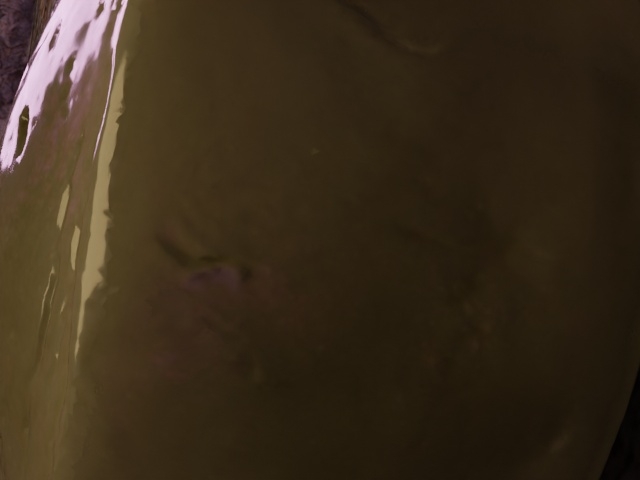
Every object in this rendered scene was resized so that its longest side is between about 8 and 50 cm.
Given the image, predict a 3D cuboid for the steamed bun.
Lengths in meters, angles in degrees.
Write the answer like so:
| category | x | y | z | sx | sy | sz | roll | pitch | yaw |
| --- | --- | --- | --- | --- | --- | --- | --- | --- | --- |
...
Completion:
| category | x | y | z | sx | sy | sz | roll | pitch | yaw |
| --- | --- | --- | --- | --- | --- | --- | --- | --- | --- |
| steamed bun | 0.000 | 0.000 | 1.060 | 0.290 | 0.371 | 0.456 | -174 | 92 | -71 |
